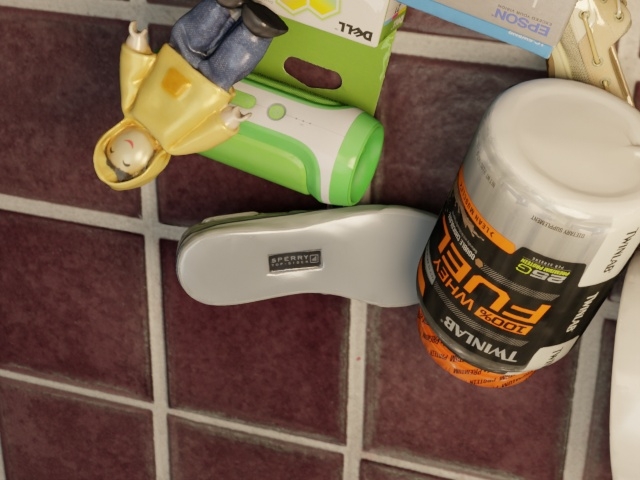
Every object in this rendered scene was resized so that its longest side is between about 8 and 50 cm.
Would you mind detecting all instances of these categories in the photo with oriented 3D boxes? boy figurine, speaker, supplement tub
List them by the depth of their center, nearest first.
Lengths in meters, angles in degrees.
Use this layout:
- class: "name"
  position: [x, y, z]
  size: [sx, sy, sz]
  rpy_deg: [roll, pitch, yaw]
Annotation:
- class: "supplement tub"
  position: [0.228, 0.005, 1.303]
  size: [0.207, 0.207, 0.338]
  rpy_deg: [26, 139, 8]
- class: "boy figurine"
  position: [-0.169, -0.175, 1.365]
  size: [0.177, 0.092, 0.285]
  rpy_deg: [45, 109, 2]
- class: "speaker"
  position: [-0.077, -0.142, 1.456]
  size: [0.296, 0.131, 0.131]
  rpy_deg: [21, 120, 14]

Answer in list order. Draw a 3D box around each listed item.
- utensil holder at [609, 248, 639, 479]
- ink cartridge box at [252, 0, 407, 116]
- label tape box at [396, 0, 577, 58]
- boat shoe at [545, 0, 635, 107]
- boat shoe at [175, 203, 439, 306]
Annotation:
- class: "utensil holder"
  position: [0.524, 0.163, 1.252]
  size: [0.385, 0.327, 0.327]
  rpy_deg: [3, 115, 22]
- class: "ink cartridge box"
  position: [-0.004, -0.266, 1.388]
  size: [0.189, 0.097, 0.255]
  rpy_deg: [21, 119, 12]
- class: "label tape box"
  position: [0.141, -0.291, 1.109]
  size: [0.241, 0.106, 0.333]
  rpy_deg: [22, 146, 6]
- class: "boat shoe"
  position: [0.287, -0.242, 1.280]
  size: [0.098, 0.109, 0.302]
  rpy_deg: [-6, 118, 20]
- class: "boat shoe"
  position: [-0.001, 0.008, 1.504]
  size: [0.367, 0.156, 0.135]
  rpy_deg: [-5, 110, -7]
